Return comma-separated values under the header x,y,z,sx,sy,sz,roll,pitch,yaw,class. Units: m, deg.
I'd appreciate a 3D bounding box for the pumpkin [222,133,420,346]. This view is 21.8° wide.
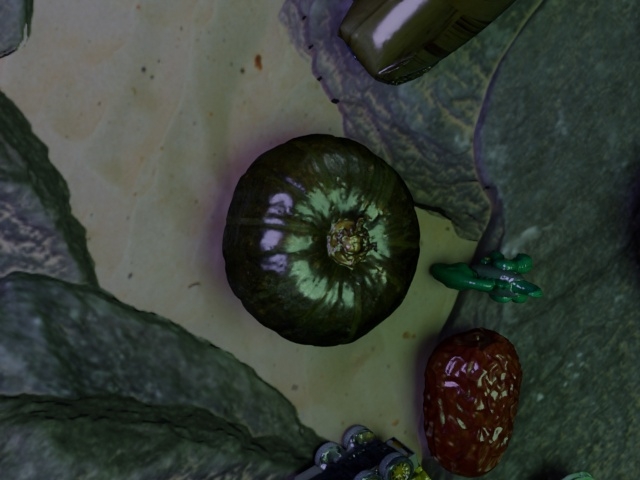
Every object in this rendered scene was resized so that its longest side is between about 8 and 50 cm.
x,y,z,sx,sy,sz,roll,pitch,yaw,class
0.000,0.000,1.746,0.223,0.157,0.224,2,86,-26,pumpkin

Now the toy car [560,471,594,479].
x,y,z,sx,sy,sz,roll,pitch,yaw,class
0.307,0.361,2.075,0.093,0.058,0.186,-19,125,-24,toy car

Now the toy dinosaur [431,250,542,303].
x,y,z,sx,sy,sz,roll,pitch,yaw,class
0.197,0.047,1.895,0.096,0.132,0.059,-9,109,-51,toy dinosaur

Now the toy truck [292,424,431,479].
x,y,z,sx,sy,sz,roll,pitch,yaw,class
0.023,0.304,1.878,0.227,0.098,0.114,-28,122,-21,toy truck

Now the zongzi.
x,y,z,sx,sy,sz,roll,pitch,yaw,class
0.164,-0.282,1.809,0.260,0.123,0.289,-47,168,21,zongzi

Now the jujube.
x,y,z,sx,sy,sz,roll,pitch,yaw,class
0.175,0.189,1.930,0.112,0.109,0.176,6,114,7,jujube
